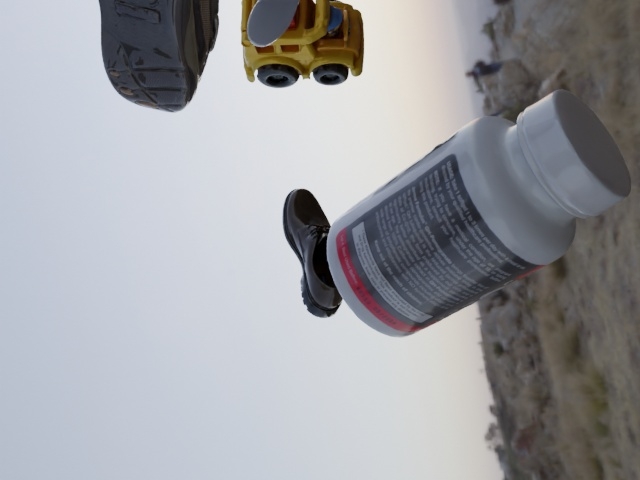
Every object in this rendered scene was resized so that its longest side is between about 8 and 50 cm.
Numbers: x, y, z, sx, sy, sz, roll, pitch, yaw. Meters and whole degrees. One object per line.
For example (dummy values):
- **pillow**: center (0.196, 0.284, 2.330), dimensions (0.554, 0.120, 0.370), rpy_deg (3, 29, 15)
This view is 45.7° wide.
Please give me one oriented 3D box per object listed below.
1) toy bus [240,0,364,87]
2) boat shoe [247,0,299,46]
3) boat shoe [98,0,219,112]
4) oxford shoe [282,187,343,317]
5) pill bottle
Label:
- **toy bus**: center (-0.035, -0.373, 1.299), dimensions (0.211, 0.220, 0.150), rpy_deg (78, -168, -74)
- **boat shoe**: center (-0.037, -0.220, 0.687), dimensions (0.100, 0.035, 0.035), rpy_deg (-65, 13, 0)
- **boat shoe**: center (-0.165, -0.303, 0.779), dimensions (0.355, 0.132, 0.130), rpy_deg (105, -176, -47)
- **oxford shoe**: center (0.000, 0.000, 1.203), dimensions (0.096, 0.082, 0.227), rpy_deg (118, 140, -51)
- **pill bottle**: center (0.170, -0.027, 0.856), dimensions (0.176, 0.318, 0.176), rpy_deg (27, -134, -31)
